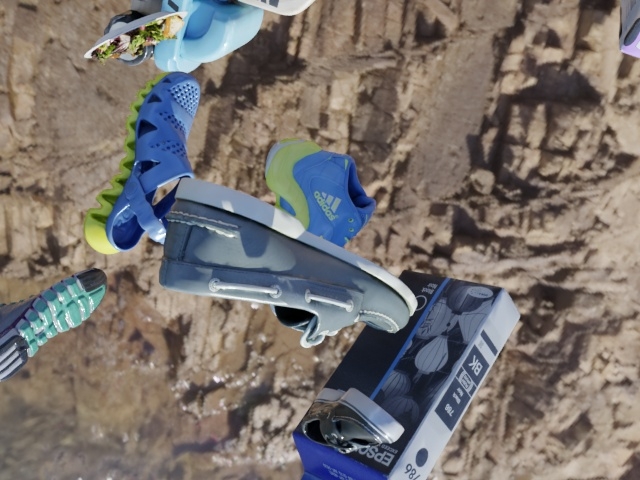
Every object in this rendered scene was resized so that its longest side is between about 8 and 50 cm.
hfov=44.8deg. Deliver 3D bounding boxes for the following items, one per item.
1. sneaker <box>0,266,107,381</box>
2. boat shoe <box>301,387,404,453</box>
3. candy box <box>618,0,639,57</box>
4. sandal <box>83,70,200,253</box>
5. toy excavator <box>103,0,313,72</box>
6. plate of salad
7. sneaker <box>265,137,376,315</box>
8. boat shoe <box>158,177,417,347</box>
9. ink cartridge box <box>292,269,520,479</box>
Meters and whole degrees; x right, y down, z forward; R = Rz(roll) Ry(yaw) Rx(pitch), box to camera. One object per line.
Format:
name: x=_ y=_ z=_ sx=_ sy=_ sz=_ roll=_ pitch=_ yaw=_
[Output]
sneaker: x=-0.404 y=0.095 z=1.082 sx=0.223 sy=0.098 sz=0.083 roll=-43 pitch=146 yaw=-42
boat shoe: x=0.021 y=0.140 z=0.582 sx=0.049 sy=0.142 sz=0.040 roll=41 pitch=74 yaw=-5
candy box: x=0.327 y=-0.198 z=0.528 sx=0.164 sy=0.070 sz=0.196 roll=18 pitch=143 yaw=0
sandal: x=-0.252 y=-0.116 z=1.239 sx=0.126 sy=0.138 sz=0.318 roll=27 pitch=80 yaw=-61
toy excavator: x=-0.169 y=-0.501 z=1.574 sx=0.222 sy=0.445 sz=0.433 roll=-53 pitch=166 yaw=-54
plate of salad: x=-0.324 y=-0.358 z=1.386 sx=0.199 sy=0.200 sz=0.048 roll=-28 pitch=103 yaw=-17
sneaker: x=0.000 y=0.000 z=0.923 sx=0.091 sy=0.126 sz=0.240 roll=-49 pitch=141 yaw=-58
boat shoe: x=-0.024 y=0.045 z=0.733 sx=0.319 sy=0.116 sz=0.099 roll=30 pitch=75 yaw=-46
ink cartridge box: x=0.086 y=0.186 z=0.920 sx=0.333 sy=0.165 sz=0.065 roll=-55 pitch=128 yaw=-22
